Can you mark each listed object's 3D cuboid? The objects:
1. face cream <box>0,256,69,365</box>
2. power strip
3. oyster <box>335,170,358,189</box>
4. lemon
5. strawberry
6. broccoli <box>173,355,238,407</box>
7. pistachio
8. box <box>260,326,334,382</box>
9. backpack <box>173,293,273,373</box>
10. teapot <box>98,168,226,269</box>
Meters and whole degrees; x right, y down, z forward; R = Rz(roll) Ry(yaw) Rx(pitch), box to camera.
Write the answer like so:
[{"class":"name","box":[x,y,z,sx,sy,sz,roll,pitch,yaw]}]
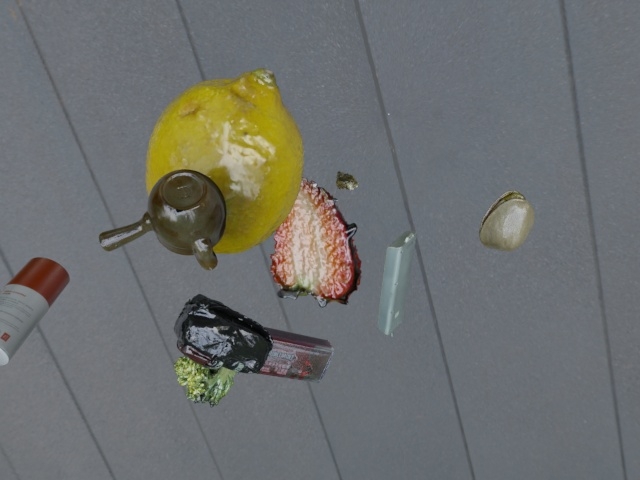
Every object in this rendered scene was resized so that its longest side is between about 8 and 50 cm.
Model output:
[{"class":"face cream","box":[-0.624,0.140,0.849,0.095,0.214,0.096,4,131,4]},{"class":"power strip","box":[0.137,0.087,0.742,0.027,0.060,0.253,27,135,31]},{"class":"oyster","box":[0.067,-0.171,1.170,0.093,0.051,0.034,29,152,38]},{"class":"lemon","box":[-0.114,-0.088,0.504,0.188,0.188,0.257,31,125,-1]},{"class":"strawberry","box":[0.000,0.000,1.012,0.233,0.137,0.307,7,100,21]},{"class":"broccoli","box":[-0.399,0.424,1.436,0.180,0.242,0.273,15,103,19]},{"class":"pistachio","box":[0.428,-0.044,0.945,0.112,0.113,0.149,4,122,8]},{"class":"box","box":[-0.086,0.305,1.091,0.223,0.069,0.120,21,101,-27]},{"class":"backpack","box":[-0.165,0.168,0.693,0.165,0.120,0.106,35,71,-16]},{"class":"teapot","box":[-0.135,-0.011,0.360,0.110,0.080,0.085,-18,71,-19]}]
